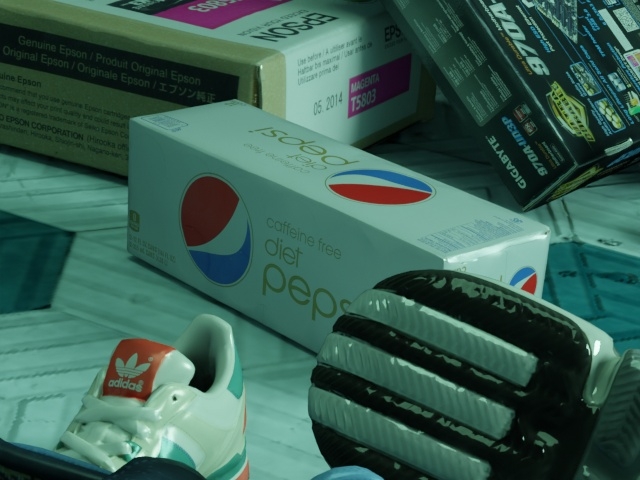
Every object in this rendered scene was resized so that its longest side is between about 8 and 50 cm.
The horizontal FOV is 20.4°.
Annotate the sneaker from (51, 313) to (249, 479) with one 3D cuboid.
[{"bbox_3d":[-0.076,0.074,0.611,0.057,0.075,0.161,15,23,26],"label":"sneaker"}]

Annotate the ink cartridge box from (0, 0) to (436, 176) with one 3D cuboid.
[{"bbox_3d":[-0.061,-0.106,1.066,0.193,0.088,0.235,13,21,25],"label":"ink cartridge box"}]

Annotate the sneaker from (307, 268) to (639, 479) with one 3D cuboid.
[{"bbox_3d":[0.110,0.082,0.473,0.229,0.086,0.132,30,-6,13],"label":"sneaker"}]

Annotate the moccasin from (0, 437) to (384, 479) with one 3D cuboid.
[{"bbox_3d":[-0.056,0.115,0.425,0.342,0.116,0.137,10,39,27],"label":"moccasin"}]

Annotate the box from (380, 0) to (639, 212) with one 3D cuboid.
[{"bbox_3d":[0.119,-0.137,1.050,0.175,0.051,0.220,-23,76,-50],"label":"box"}]

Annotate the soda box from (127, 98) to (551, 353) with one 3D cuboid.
[{"bbox_3d":[0.000,0.000,0.820,0.069,0.074,0.216,-15,28,-40],"label":"soda box"}]
